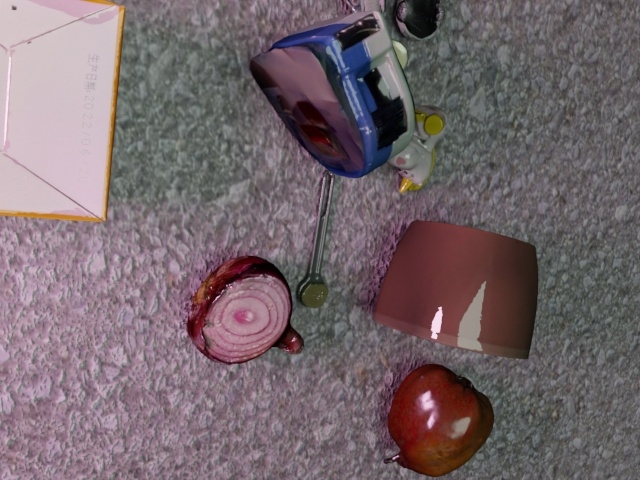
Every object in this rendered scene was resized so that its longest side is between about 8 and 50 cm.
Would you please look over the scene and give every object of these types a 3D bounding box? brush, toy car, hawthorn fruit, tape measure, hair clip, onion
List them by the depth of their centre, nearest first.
[{"bbox_3d":[0.035,-0.235,1.043,0.138,0.259,0.262,-41,116,-14],"label":"tape measure"},{"bbox_3d":[-0.118,0.130,1.116,0.218,0.140,0.195,31,90,-29],"label":"onion"},{"bbox_3d":[0.088,-0.348,1.153,0.159,0.071,0.218,-24,113,-19],"label":"hair clip"},{"bbox_3d":[0.183,-0.476,1.183,0.095,0.056,0.204,-5,107,-26],"label":"toy car"},{"bbox_3d":[0.000,0.000,1.210,0.062,0.027,0.266,3,99,-28],"label":"brush"},{"bbox_3d":[0.228,0.383,1.331,0.208,0.208,0.248,37,100,-29],"label":"hawthorn fruit"}]

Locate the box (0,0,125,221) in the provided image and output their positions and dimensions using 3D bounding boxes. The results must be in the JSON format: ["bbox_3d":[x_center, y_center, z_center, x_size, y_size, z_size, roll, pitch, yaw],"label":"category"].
[{"bbox_3d":[-0.416,-0.185,0.850,0.260,0.214,0.283,4,98,-25],"label":"box"}]

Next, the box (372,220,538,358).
[{"bbox_3d":[0.267,0.088,1.229,0.301,0.301,0.216,14,86,-29],"label":"box"}]

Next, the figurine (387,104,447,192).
[{"bbox_3d":[0.189,-0.176,1.239,0.130,0.109,0.178,16,97,-51],"label":"figurine"}]
